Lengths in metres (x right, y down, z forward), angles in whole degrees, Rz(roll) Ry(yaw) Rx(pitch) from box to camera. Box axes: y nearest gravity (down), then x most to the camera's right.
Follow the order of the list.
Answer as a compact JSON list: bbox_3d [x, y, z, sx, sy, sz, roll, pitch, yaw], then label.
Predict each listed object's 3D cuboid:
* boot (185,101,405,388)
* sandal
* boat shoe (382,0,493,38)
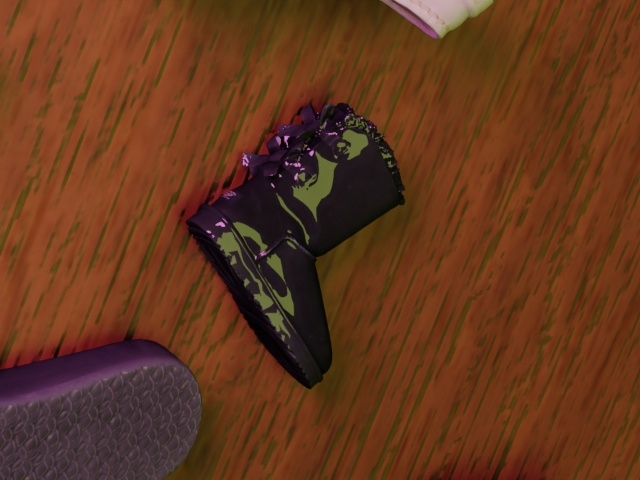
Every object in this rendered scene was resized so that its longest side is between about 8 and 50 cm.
[{"bbox_3d":[0.000,0.000,0.949,0.099,0.045,0.121,-39,119,-16],"label":"boot"},{"bbox_3d":[-0.175,0.093,0.887,0.254,0.054,0.097,-3,114,-37],"label":"sandal"},{"bbox_3d":[-0.050,-0.152,0.846,0.277,0.098,0.096,31,90,-22],"label":"boat shoe"}]
